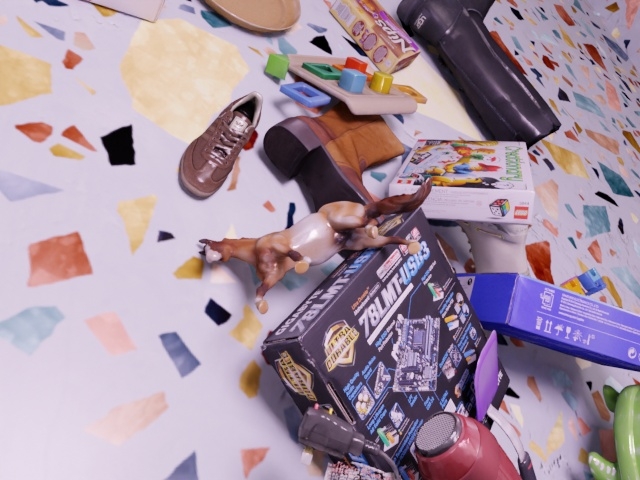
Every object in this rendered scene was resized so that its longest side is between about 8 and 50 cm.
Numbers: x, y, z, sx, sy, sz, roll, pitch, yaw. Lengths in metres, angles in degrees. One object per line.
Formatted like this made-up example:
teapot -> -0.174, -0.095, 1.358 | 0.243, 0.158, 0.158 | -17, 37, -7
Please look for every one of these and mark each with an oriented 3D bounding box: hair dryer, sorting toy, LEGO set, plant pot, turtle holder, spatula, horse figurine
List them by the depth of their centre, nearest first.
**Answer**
hair dryer -> 0.093, 0.267, 0.522 | 0.293, 0.224, 0.080 | 12, 15, -5
horse figurine -> 0.000, 0.000, 0.615 | 0.263, 0.174, 0.066 | -23, 109, -11
spatula -> 0.245, 0.260, 0.694 | 0.084, 0.030, 0.297 | -38, 110, -46
turtle holder -> 0.555, 0.364, 0.780 | 0.243, 0.227, 0.321 | -10, 86, -51
sorting toy -> 0.059, -0.288, 0.954 | 0.347, 0.047, 0.196 | -13, 46, -42
plant pot -> -0.143, -0.459, 0.972 | 0.236, 0.032, 0.237 | 19, 50, -25
LEGO set -> 0.479, 0.122, 1.006 | 0.227, 0.087, 0.093 | -15, 71, -41

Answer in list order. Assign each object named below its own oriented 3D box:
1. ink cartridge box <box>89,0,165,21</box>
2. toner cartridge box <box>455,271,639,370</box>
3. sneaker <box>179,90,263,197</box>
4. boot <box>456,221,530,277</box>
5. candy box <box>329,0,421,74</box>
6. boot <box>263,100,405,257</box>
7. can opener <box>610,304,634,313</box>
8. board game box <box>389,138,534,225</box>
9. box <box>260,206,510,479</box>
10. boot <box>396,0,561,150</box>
ink cartridge box -> -0.333, -0.485, 0.783 | 0.207, 0.117, 0.283 | 5, 58, -35
toner cartridge box -> 0.380, 0.131, 0.827 | 0.347, 0.165, 0.075 | 18, 82, -17
sneaker -> -0.131, -0.140, 0.730 | 0.066, 0.071, 0.189 | 32, 46, -16
boot -> 0.266, -0.010, 0.928 | 0.077, 0.213, 0.165 | -30, 121, -24
candy box -> 0.118, -0.444, 1.147 | 0.187, 0.053, 0.109 | 49, 44, 4
boot -> 0.066, -0.108, 0.875 | 0.264, 0.096, 0.280 | 45, 36, 7
can opener -> 0.571, 0.181, 1.067 | 0.186, 0.073, 0.059 | -20, 113, -41
board game box -> 0.230, -0.104, 0.862 | 0.192, 0.053, 0.305 | 5, 23, 16
box -> 0.105, 0.152, 0.654 | 0.295, 0.073, 0.293 | -43, 107, -45
boot -> 0.432, -0.435, 1.308 | 0.367, 0.146, 0.445 | -30, 77, -35
